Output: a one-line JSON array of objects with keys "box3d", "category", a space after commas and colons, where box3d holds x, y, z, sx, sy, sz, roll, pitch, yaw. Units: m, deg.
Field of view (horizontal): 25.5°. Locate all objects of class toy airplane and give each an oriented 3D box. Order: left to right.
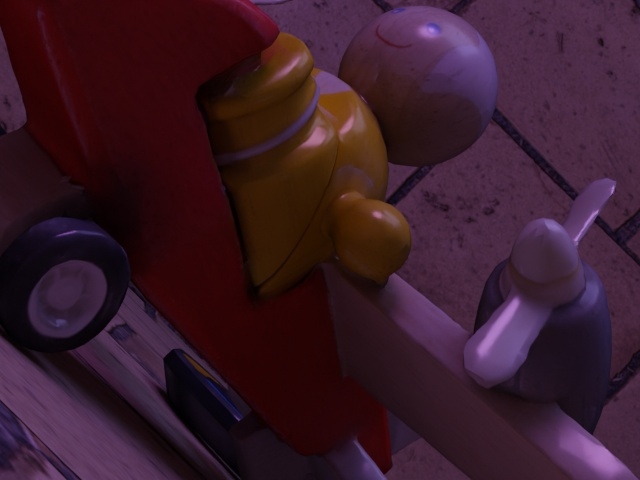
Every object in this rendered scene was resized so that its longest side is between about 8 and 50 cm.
[{"box3d": [0.000, 0.000, 0.759, 0.386, 0.272, 0.384, 45, -6, 0], "category": "toy airplane"}]

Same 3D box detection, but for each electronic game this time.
[{"box3d": [-0.032, 0.164, 1.050, 0.229, 0.048, 0.229, 44, -6, 6], "category": "electronic game"}]
